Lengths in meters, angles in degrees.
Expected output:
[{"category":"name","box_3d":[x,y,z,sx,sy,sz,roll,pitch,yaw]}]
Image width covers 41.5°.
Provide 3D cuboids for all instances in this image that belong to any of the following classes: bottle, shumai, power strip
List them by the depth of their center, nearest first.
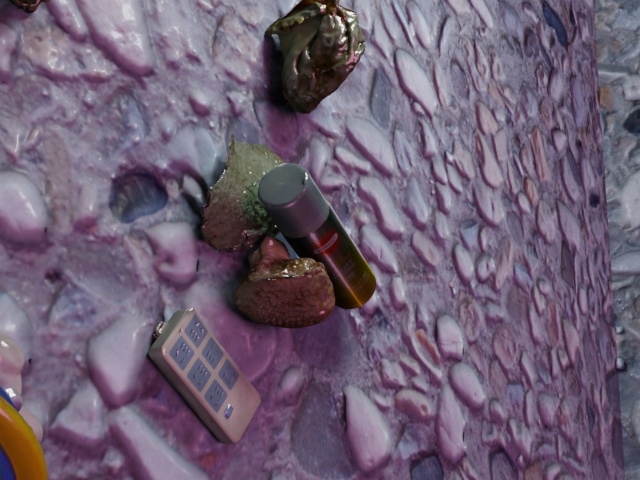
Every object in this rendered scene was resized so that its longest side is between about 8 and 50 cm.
[{"category":"power strip","box_3d":[-0.146,0.175,1.078,0.192,0.035,0.081,57,40,-25]},{"category":"shumai","box_3d":[-0.054,0.051,1.179,0.145,0.145,0.116,38,34,-42]},{"category":"bottle","box_3d":[0.000,0.000,1.242,0.286,0.082,0.082,55,39,-49]},{"category":"shumai","box_3d":[-0.019,-0.300,1.327,0.142,0.184,0.184,38,46,-11]}]

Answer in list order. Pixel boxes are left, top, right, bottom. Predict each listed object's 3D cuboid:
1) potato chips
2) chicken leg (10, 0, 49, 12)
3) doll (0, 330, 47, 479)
[{"category":"potato chips","box_3d":[-0.100,-0.077,1.194,0.167,0.059,0.228,57,40,-37]},{"category":"chicken leg","box_3d":[-0.339,-0.352,0.946,0.125,0.080,0.196,24,53,-61]},{"category":"doll","box_3d":[-0.326,0.114,0.691,0.311,0.159,0.243,55,17,-22]}]
